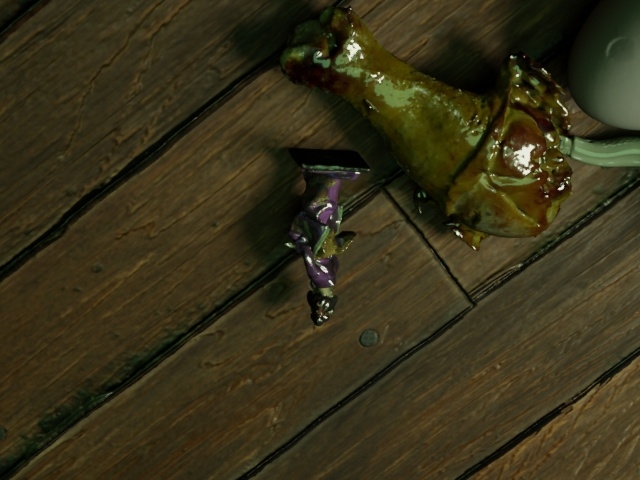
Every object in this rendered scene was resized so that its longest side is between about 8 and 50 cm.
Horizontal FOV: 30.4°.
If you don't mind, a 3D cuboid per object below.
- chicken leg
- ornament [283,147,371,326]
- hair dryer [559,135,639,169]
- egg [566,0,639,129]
[{"bbox_3d":[0.146,-0.134,1.269,0.211,0.140,0.361,-39,117,16],"label":"chicken leg"},{"bbox_3d":[-0.001,-0.006,1.332,0.088,0.081,0.203,1,114,-9],"label":"ornament"},{"bbox_3d":[0.395,-0.057,1.389,0.224,0.088,0.219,-15,119,11],"label":"hair dryer"},{"bbox_3d":[0.374,-0.209,1.257,0.232,0.176,0.176,-33,114,11],"label":"egg"}]
